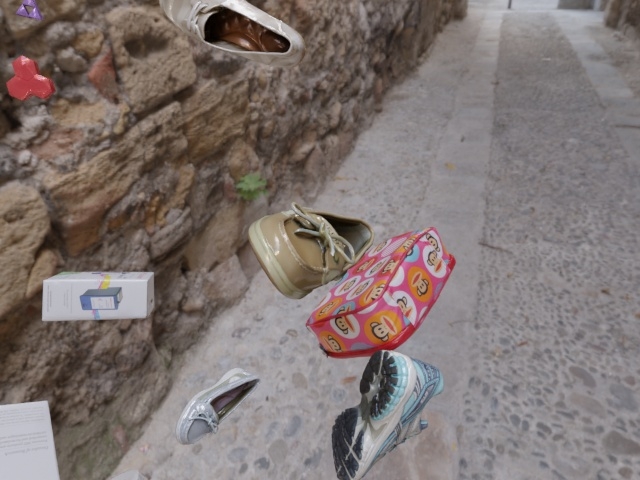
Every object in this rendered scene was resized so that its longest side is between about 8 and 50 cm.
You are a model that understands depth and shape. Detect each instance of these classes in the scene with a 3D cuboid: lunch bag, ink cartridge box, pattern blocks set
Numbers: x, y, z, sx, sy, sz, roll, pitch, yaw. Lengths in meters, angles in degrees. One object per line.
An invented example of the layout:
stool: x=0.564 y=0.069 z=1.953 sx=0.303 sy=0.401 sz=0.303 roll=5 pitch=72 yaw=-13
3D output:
lunch bag: x=0.106 y=0.103 z=0.902 sx=0.258 sy=0.120 sz=0.293 roll=-24 pitch=15 yaw=49
ink cartridge box: x=-0.499 y=0.124 z=1.046 sx=0.212 sy=0.093 sz=0.154 roll=3 pitch=3 yaw=-15
pattern blocks set: x=-0.663 y=-0.383 z=0.803 sx=0.324 sy=0.286 sz=0.026 roll=-2 pitch=18 yaw=-6

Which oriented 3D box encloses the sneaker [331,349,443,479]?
sneaker: x=0.108 y=0.306 z=0.739 sx=0.122 sy=0.283 sz=0.110 roll=13 pitch=30 yaw=-19

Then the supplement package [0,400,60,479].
supplement package: x=-0.445 y=0.383 z=0.562 sx=0.175 sy=0.177 sz=0.293 roll=16 pitch=36 yaw=-52

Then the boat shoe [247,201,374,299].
boat shoe: x=0.000 y=0.000 z=0.559 sx=0.089 sy=0.105 sz=0.285 roll=-30 pitch=-4 yaw=14

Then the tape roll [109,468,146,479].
tape roll: x=-0.507 y=0.633 z=0.898 sx=0.391 sy=0.072 sz=0.392 roll=-36 pitch=4 yaw=3

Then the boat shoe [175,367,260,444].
boat shoe: x=-0.334 y=0.542 z=1.494 sx=0.103 sy=0.118 sz=0.320 roll=2 pitch=23 yaw=37

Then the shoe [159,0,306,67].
shoe: x=-0.125 y=-0.300 z=0.624 sx=0.218 sy=0.077 sz=0.058 roll=22 pitch=26 yaw=2
